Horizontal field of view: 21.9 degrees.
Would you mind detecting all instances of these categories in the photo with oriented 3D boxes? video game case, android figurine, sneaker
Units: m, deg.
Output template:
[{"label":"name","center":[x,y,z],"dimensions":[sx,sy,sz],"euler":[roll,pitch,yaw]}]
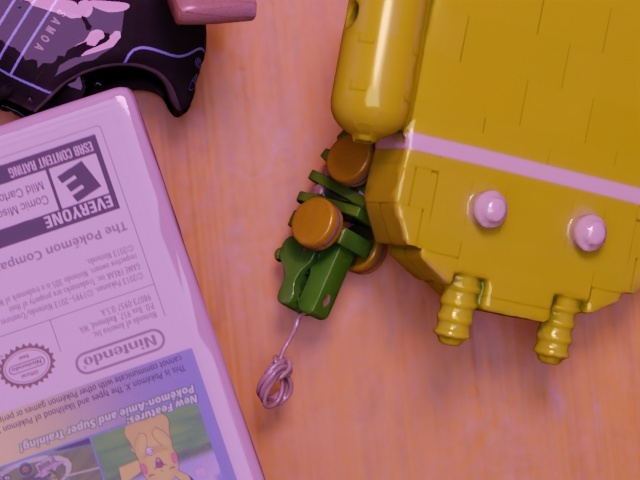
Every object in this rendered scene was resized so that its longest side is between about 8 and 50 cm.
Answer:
[{"label":"video game case","center":[-0.199,0.118,0.796],"dimensions":[0.329,0.036,0.300],"euler":[-19,90,-4]},{"label":"android figurine","center":[0.119,-0.072,0.889],"dimensions":[0.248,0.056,0.273],"euler":[14,85,-23]},{"label":"sneaker","center":[-0.178,-0.109,0.893],"dimensions":[0.232,0.081,0.090],"euler":[-2,82,-3]}]

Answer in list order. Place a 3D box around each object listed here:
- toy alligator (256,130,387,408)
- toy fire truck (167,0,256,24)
[{"label":"toy alligator","center":[0.000,0.000,0.916],"dimensions":[0.051,0.056,0.189],"euler":[29,90,41]},{"label":"toy fire truck","center":[-0.027,-0.245,0.877],"dimensions":[0.217,0.158,0.246],"euler":[-3,101,-3]}]
